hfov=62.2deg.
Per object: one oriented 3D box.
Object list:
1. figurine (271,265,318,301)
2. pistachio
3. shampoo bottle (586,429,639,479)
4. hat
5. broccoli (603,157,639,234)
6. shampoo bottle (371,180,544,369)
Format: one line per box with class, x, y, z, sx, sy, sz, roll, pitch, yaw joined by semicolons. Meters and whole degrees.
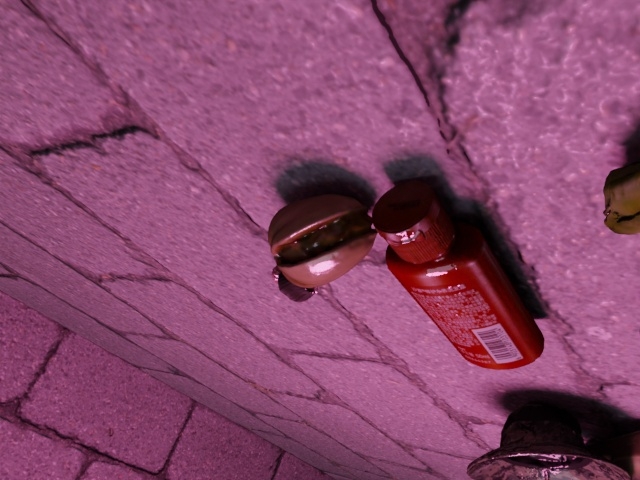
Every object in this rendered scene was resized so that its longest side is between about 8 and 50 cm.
figurine;-0.024;0.048;0.770;0.072;0.054;0.129;32;148;-11
pistachio;0.000;0.000;0.624;0.149;0.113;0.113;-15;135;38
shampoo bottle;0.560;0.383;0.919;0.126;0.084;0.350;19;152;5
hat;0.400;0.366;0.953;0.266;0.128;0.265;8;146;6
broccoli;0.300;-0.070;0.305;0.199;0.177;0.275;-21;174;6
shampoo bottle;0.164;0.055;0.628;0.118;0.076;0.314;-3;143;40
